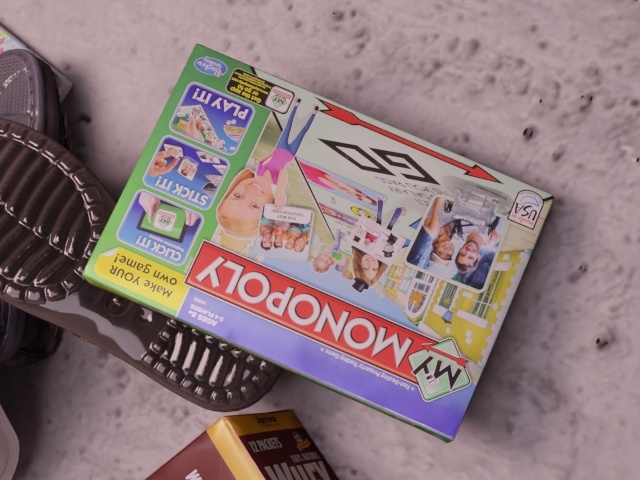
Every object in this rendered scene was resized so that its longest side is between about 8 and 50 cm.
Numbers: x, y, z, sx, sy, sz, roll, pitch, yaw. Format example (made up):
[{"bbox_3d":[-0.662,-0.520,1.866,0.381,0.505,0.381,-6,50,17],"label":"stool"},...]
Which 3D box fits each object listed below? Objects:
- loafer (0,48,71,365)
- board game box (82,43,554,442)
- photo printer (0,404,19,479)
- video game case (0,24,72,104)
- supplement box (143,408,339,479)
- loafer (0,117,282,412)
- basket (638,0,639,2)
[{"bbox_3d":[-0.290,-0.028,1.127,0.109,0.095,0.302,0,82,30],"label":"loafer"},{"bbox_3d":[0.000,0.000,0.938,0.317,0.046,0.213,23,78,4],"label":"board game box"},{"bbox_3d":[-0.409,0.107,1.064,0.256,0.307,0.107,27,57,28],"label":"photo printer"},{"bbox_3d":[-0.377,-0.127,1.206,0.193,0.023,0.212,38,100,22],"label":"video game case"},{"bbox_3d":[-0.070,0.275,0.976,0.194,0.129,0.191,-41,71,15],"label":"supplement box"},{"bbox_3d":[-0.195,0.032,1.020,0.366,0.130,0.133,38,80,7],"label":"loafer"},{"bbox_3d":[0.292,-0.304,0.812,0.201,0.255,0.288,12,100,17],"label":"basket"}]
